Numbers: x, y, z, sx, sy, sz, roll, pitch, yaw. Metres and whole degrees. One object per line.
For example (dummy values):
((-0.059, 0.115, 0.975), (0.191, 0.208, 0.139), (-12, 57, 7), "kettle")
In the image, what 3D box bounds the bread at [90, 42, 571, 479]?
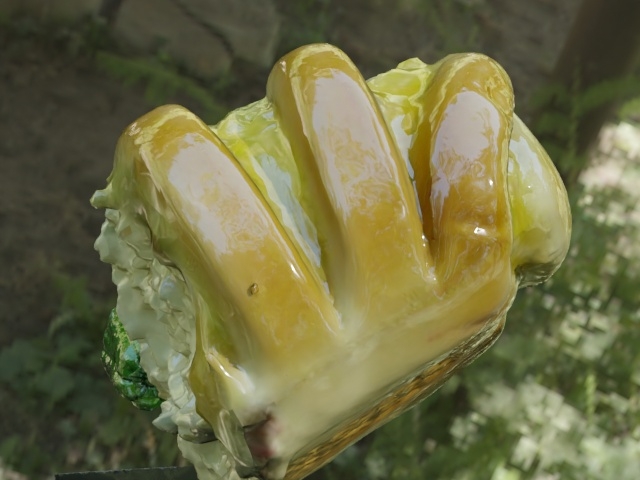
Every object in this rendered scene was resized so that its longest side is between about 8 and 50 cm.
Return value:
((0.000, 0.000, 0.973), (0.270, 0.316, 0.211), (-34, 82, -10), "bread")

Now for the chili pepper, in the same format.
((-0.199, 0.115, 1.926), (0.099, 0.083, 0.253), (47, 6, -12), "chili pepper")

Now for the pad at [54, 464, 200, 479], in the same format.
((-0.212, 0.462, 2.096), (0.247, 0.368, 0.007), (-8, -6, 26), "pad")
